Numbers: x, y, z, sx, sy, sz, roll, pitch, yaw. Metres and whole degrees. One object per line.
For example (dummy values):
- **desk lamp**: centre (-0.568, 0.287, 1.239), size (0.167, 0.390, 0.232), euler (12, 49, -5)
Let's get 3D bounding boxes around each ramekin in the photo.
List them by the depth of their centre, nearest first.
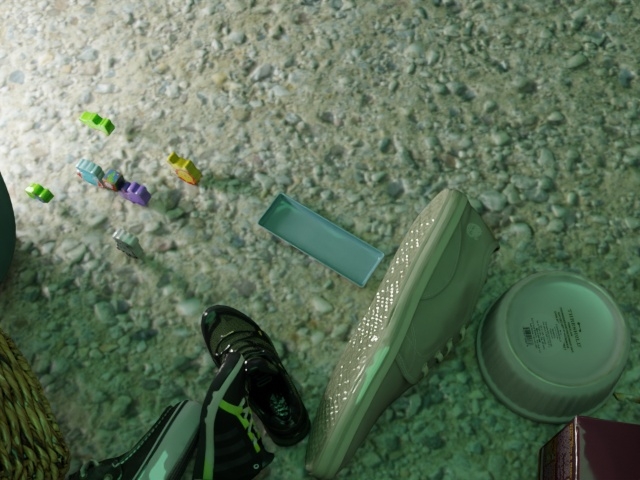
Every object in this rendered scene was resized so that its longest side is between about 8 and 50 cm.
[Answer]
- **ramekin**: centre (0.324, 0.139, 1.219), size (0.207, 0.109, 0.207), euler (0, 66, 0)

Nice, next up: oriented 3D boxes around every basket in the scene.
- **basket**: centre (-0.470, 0.223, 1.037), size (0.299, 0.214, 0.223), euler (47, 29, 24)

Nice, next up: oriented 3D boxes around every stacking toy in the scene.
- **stacking toy**: centre (-0.318, -0.088, 1.357), size (0.221, 0.052, 0.167), euler (26, 66, 13)

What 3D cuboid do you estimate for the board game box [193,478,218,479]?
- **board game box**: centre (-0.080, 0.376, 1.101), size (0.170, 0.048, 0.141), euler (3, 103, 1)

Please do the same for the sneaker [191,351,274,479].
- **sneaker**: centre (-0.102, 0.249, 1.133), size (0.097, 0.235, 0.084), euler (13, 24, 4)

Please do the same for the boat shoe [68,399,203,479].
- **boat shoe**: centre (-0.272, 0.329, 1.119), size (0.119, 0.121, 0.335), euler (32, 71, 9)

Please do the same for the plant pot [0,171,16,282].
- **plant pot**: centre (-0.557, -0.018, 1.217), size (0.292, 0.235, 0.293), euler (0, 66, 0)

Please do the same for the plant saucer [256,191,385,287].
- **plant saucer**: centre (0.000, 0.000, 1.332), size (0.192, 0.018, 0.067), euler (31, 69, 14)

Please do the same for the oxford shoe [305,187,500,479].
- **oxford shoe**: centre (0.122, 0.132, 1.204), size (0.130, 0.169, 0.449), euler (35, 68, -9)

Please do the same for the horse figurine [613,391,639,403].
- **horse figurine**: centre (0.466, 0.307, 1.152), size (0.174, 0.066, 0.264), euler (7, 78, 5)

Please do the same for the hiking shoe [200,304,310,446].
- **hiking shoe**: centre (-0.087, 0.167, 1.200), size (0.086, 0.114, 0.227), euler (-34, 70, -16)

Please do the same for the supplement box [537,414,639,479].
- **supplement box**: centre (0.331, 0.295, 1.102), size (0.080, 0.188, 0.104), euler (7, 65, 2)
